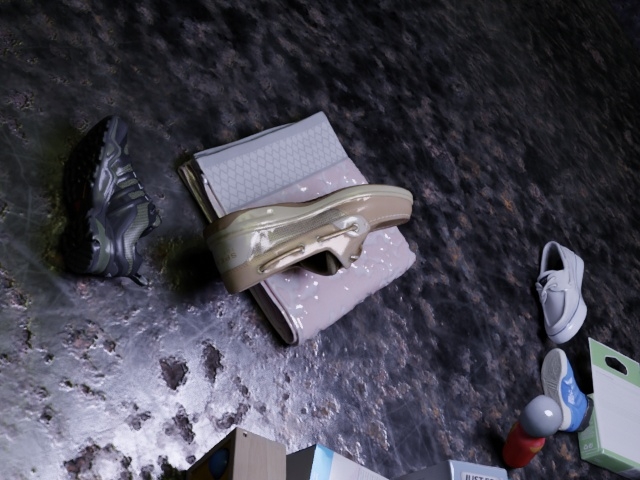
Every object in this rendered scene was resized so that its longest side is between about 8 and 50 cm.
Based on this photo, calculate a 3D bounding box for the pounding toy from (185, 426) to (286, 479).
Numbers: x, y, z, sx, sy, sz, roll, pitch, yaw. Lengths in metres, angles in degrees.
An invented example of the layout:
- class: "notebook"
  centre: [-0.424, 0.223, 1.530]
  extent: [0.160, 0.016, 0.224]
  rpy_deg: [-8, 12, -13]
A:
- class: "pounding toy"
  centre: [-0.119, 0.303, 0.854]
  extent: [0.100, 0.141, 0.130]
  rpy_deg: [29, 34, -25]

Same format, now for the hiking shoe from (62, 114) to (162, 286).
- class: "hiking shoe"
  centre: [-0.263, -0.051, 0.980]
  extent: [0.114, 0.086, 0.227]
  rpy_deg: [26, 54, -45]

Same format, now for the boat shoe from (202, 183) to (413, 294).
- class: "boat shoe"
  centre: [0.000, 0.000, 1.076]
  extent: [0.341, 0.121, 0.110]
  rpy_deg: [-13, 78, -32]

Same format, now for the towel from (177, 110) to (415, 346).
- class: "towel"
  centre: [-0.019, -0.035, 1.194]
  extent: [0.332, 0.053, 0.317]
  rpy_deg: [-29, 86, -46]

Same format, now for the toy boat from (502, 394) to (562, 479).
- class: "toy boat"
  centre: [0.314, 0.383, 1.128]
  extent: [0.267, 0.148, 0.318]
  rpy_deg: [16, 39, 0]

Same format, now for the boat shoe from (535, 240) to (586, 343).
- class: "boat shoe"
  centre: [0.470, 0.099, 1.525]
  extent: [0.084, 0.095, 0.258]
  rpy_deg: [38, 35, -12]

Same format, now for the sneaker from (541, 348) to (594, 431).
- class: "sneaker"
  centre: [0.464, 0.281, 1.417]
  extent: [0.084, 0.058, 0.152]
  rpy_deg: [16, 59, -27]

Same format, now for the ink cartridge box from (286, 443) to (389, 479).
- class: "ink cartridge box"
  centre: [0.016, 0.336, 0.965]
  extent: [0.143, 0.092, 0.090]
  rpy_deg: [33, 48, -22]

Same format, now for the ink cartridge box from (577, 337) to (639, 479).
- class: "ink cartridge box"
  centre: [0.569, 0.329, 1.484]
  extent: [0.171, 0.056, 0.235]
  rpy_deg: [26, 50, -28]

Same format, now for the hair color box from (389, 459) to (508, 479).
- class: "hair color box"
  centre: [0.152, 0.480, 0.927]
  extent: [0.113, 0.185, 0.374]
  rpy_deg: [19, 54, -32]
